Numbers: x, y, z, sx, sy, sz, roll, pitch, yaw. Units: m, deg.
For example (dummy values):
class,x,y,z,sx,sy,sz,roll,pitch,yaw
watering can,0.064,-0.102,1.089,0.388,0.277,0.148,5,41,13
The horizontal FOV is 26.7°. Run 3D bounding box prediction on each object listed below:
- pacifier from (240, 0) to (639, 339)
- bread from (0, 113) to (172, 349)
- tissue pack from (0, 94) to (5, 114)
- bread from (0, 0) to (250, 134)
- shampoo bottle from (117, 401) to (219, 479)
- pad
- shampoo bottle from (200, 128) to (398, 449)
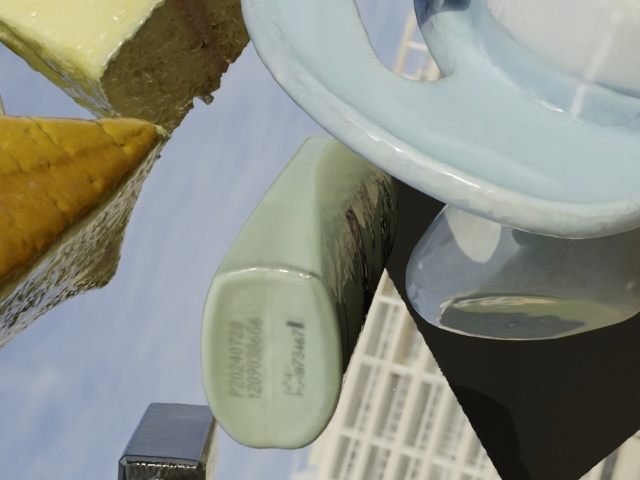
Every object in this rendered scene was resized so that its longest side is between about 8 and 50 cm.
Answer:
class,x,y,z,sx,sy,sz,roll,pitch,yaw
pacifier,0.099,-0.041,0.492,0.227,0.279,0.207,-105,24,-51
bread,-0.291,-0.011,0.933,0.233,0.245,0.361,-47,1,34
tissue pack,-0.490,-0.074,1.594,0.194,0.356,0.266,-20,-70,-27
bread,-0.178,-0.248,1.401,0.263,0.198,0.236,-52,-24,-7
shampoo bottle,-0.141,0.218,1.266,0.246,0.079,0.080,-93,5,-83
pad,0.169,0.079,1.379,0.315,0.375,0.063,-31,6,-26
shampoo bottle,0.000,0.000,0.876,0.359,0.078,0.134,-62,-29,-70
